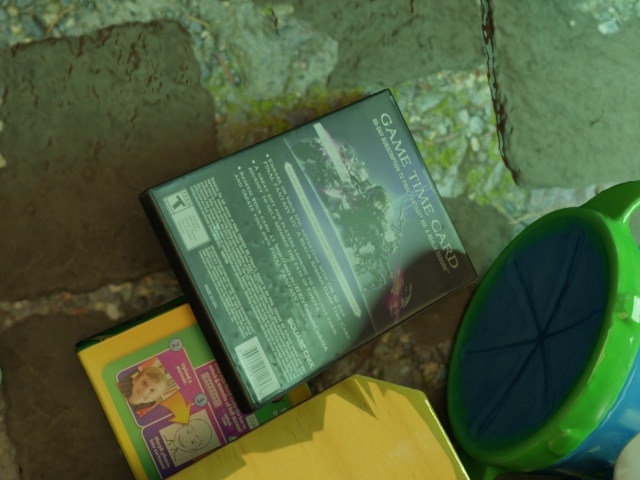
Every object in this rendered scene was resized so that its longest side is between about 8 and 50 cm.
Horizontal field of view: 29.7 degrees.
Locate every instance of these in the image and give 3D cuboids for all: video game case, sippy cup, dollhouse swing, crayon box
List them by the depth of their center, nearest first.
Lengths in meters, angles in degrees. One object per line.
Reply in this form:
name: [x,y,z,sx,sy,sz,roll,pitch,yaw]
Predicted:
dollhouse swing: [0.004,0.325,0.983,0.347,0.315,0.305,-29,71,-11]
video game case: [0.000,0.000,1.033,0.274,0.026,0.196,-27,93,-36]
crayon box: [-0.078,0.181,1.033,0.165,0.081,0.278,-24,92,-12]
sippy cup: [0.264,0.120,1.046,0.224,0.305,0.240,26,40,-19]

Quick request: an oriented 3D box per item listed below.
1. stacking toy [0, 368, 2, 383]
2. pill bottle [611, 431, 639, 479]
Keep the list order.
stacking toy: [-0.365,-0.019,0.971,0.141,0.141,0.330,-15,84,-12]
pill bottle: [0.282,0.266,0.938,0.152,0.152,0.272,-22,134,-12]
